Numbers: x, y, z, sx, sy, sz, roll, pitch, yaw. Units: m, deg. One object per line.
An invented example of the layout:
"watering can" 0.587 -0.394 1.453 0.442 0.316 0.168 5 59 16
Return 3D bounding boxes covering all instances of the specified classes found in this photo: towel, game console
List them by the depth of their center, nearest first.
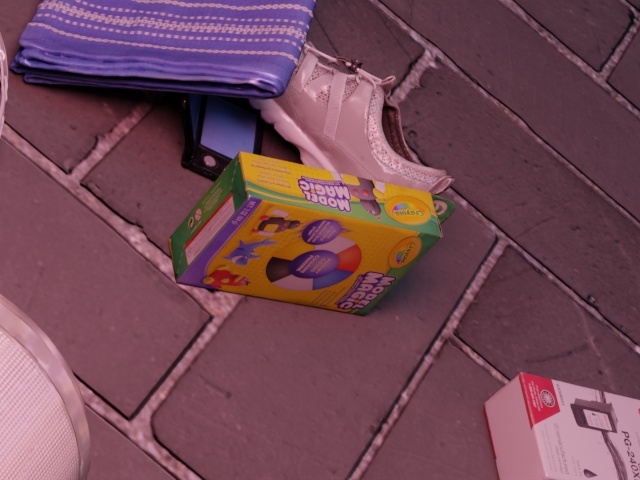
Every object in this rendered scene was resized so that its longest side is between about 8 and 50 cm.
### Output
"game console" -0.085 -0.120 1.735 0.107 0.071 0.122 25 43 -19
"towel" -0.118 -0.242 1.751 0.243 0.040 0.336 6 42 8

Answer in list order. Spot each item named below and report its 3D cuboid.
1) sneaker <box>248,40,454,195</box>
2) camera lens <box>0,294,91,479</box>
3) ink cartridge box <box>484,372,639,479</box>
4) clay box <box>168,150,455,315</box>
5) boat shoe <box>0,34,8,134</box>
"sneaker" 0.016 -0.127 1.770 0.281 0.115 0.105 55 16 7
"camera lens" -0.286 0.160 1.210 0.219 0.219 0.274 39 40 -4
"ink cartridge box" 0.228 0.187 1.719 0.150 0.063 0.109 14 48 -29
"clay box" 0.000 0.000 1.653 0.222 0.127 0.053 12 49 -30
"boat shoe" -0.281 -0.130 1.593 0.066 0.063 0.184 24 44 -21
